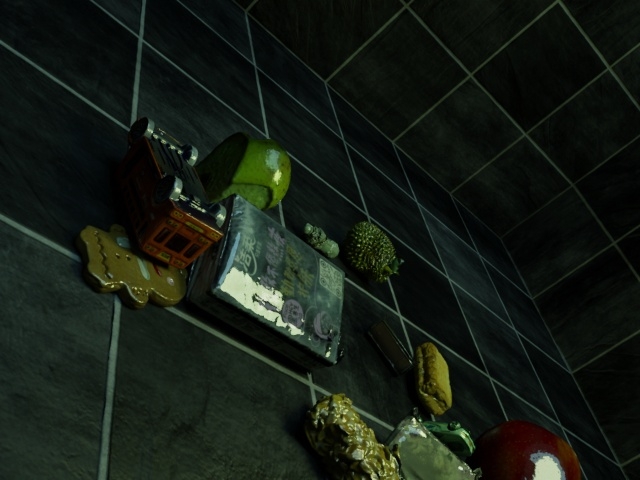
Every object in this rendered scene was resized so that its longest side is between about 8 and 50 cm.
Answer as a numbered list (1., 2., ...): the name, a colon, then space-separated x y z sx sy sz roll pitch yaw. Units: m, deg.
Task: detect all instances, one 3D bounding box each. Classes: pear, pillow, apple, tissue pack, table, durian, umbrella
1. pear: -0.178 -0.140 1.647 0.164 0.255 0.238 35 21 -30
2. pillow: 0.238 0.505 1.604 0.255 0.169 0.059 46 -18 -10
3. apple: 0.471 0.593 1.697 0.288 0.288 0.317 45 34 -14
4. tissue pack: -0.099 0.093 1.523 0.361 0.122 0.259 35 46 -33
5. table: 0.191 0.286 1.920 0.146 0.062 0.175 55 -10 11
6. durian: 0.148 0.038 2.152 0.198 0.146 0.159 55 5 -2
7. umbrella: 0.000 0.000 2.026 0.143 0.062 0.067 41 42 -35

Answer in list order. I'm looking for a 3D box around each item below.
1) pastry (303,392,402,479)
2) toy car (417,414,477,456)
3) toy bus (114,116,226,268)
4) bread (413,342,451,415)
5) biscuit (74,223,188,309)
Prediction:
1. pastry: 0.069 0.420 1.423 0.250 0.102 0.154 51 20 7
2. toy car: 0.275 0.467 1.684 0.058 0.186 0.093 -50 123 -38
3. toy bus: -0.311 -0.103 1.422 0.143 0.153 0.329 32 19 -43
4. bread: 0.301 0.377 1.958 0.114 0.083 0.211 58 16 -19
5. biscuit: -0.335 0.050 1.323 0.249 0.035 0.184 24 34 -50
